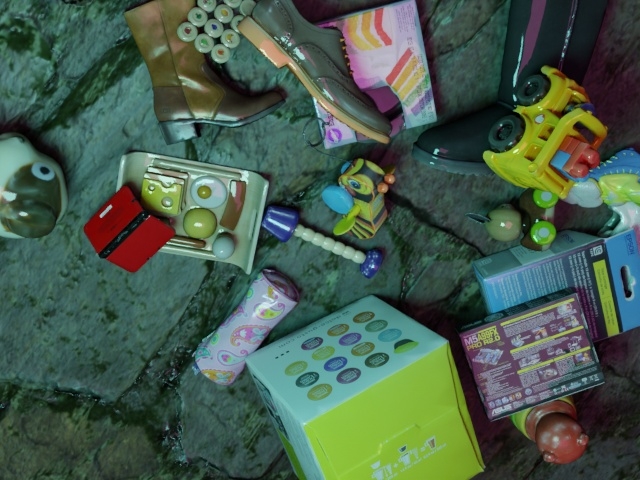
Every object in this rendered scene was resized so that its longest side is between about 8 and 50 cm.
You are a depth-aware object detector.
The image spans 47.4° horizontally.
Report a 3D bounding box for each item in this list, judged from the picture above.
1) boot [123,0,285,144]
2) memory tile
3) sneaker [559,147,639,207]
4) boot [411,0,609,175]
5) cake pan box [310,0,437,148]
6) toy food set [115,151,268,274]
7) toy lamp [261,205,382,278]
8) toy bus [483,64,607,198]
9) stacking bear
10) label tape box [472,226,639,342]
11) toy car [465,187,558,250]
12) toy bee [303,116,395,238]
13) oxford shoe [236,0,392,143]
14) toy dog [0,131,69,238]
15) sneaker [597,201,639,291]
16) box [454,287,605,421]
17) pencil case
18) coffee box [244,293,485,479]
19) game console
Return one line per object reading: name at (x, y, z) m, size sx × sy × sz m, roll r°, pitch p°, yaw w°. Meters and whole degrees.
boot at (-0.226, -0.357, 1.457) m, size 0.264 × 0.096 × 0.280 m, roll -14°, pitch 100°, yaw 2°
memory tile at (-0.197, -0.427, 1.414) m, size 0.113 × 0.012 × 0.148 m, roll 32°, pitch 77°, yaw -14°
sneaker at (0.633, -0.141, 1.607) m, size 0.240 × 0.091 × 0.126 m, roll 8°, pitch 66°, yaw 13°
boot at (0.377, -0.359, 1.428) m, size 0.367 × 0.146 × 0.445 m, roll -4°, pitch 118°, yaw -29°
cake pan box at (0.095, -0.334, 1.484) m, size 0.246 × 0.070 × 0.266 m, roll -12°, pitch 113°, yaw 2°
toy food set at (-0.280, -0.053, 1.544) m, size 0.306 × 0.092 × 0.219 m, roll 10°, pitch 110°, yaw -9°
toy lamp at (0.000, 0.000, 1.600) m, size 0.275 × 0.080 × 0.080 m, roll 26°, pitch 107°, yaw -15°
toy bus at (0.444, -0.191, 1.339) m, size 0.149 × 0.211 × 0.220 m, roll 30°, pitch 94°, yaw -33°
stacking bear at (0.521, 0.404, 1.685) m, size 0.175 × 0.289 × 0.164 m, roll -25°, pitch 111°, yaw 5°
label tape box at (0.552, 0.119, 1.675) m, size 0.348 × 0.115 × 0.249 m, roll -20°, pitch 111°, yaw 1°
toy car at (0.411, -0.055, 1.579) m, size 0.189 × 0.155 × 0.148 m, roll 4°, pitch 89°, yaw 14°
toy bee at (0.080, -0.096, 1.472) m, size 0.298 × 0.162 × 0.195 m, roll 34°, pitch 78°, yaw -52°
oxford shoe at (0.019, -0.326, 1.380) m, size 0.364 × 0.130 × 0.132 m, roll 39°, pitch 98°, yaw -18°
toy dog at (-0.699, -0.069, 1.405) m, size 0.408 × 0.284 × 0.395 m, roll -15°, pitch 112°, yaw -1°
sneaker at (0.690, 0.006, 1.666) m, size 0.115 × 0.090 × 0.232 m, roll -3°, pitch 103°, yaw 4°
box at (0.458, 0.250, 1.601) m, size 0.270 × 0.060 × 0.216 m, roll -21°, pitch 97°, yaw 4°
pencil case at (-0.169, 0.195, 1.637) m, size 0.124 × 0.124 × 0.284 m, roll 36°, pitch 105°, yaw -16°
coffee box at (0.093, 0.371, 1.565) m, size 0.338 × 0.334 × 0.338 m, roll -26°, pitch 113°, yaw -17°
game console at (-0.398, -0.023, 1.518) m, size 0.144 × 0.085 × 0.124 m, roll -42°, pitch 71°, yaw 15°
